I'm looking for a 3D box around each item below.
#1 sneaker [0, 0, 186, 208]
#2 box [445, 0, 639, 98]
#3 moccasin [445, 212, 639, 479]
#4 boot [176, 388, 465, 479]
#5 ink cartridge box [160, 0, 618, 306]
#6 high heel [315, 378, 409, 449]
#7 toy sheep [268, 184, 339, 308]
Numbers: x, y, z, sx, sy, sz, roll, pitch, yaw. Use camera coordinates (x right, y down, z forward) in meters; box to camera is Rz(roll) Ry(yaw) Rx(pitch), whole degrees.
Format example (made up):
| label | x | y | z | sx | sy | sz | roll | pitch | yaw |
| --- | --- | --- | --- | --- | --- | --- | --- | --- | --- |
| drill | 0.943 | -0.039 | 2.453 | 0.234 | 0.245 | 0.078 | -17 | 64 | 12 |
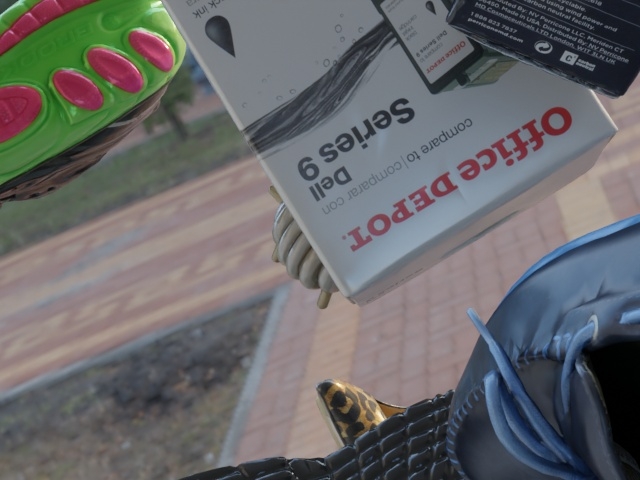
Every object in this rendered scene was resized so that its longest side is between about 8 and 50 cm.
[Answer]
| label | x | y | z | sx | sy | sz | roll | pitch | yaw |
| --- | --- | --- | --- | --- | --- | --- | --- | --- | --- |
| sneaker | -0.335 | -0.069 | 1.197 | 0.483 | 0.185 | 0.202 | -24 | -16 | -11 |
| box | 0.160 | -0.204 | 0.692 | 0.207 | 0.108 | 0.153 | 114 | 178 | -55 |
| moccasin | 0.138 | 0.056 | 0.553 | 0.117 | 0.138 | 0.342 | -58 | 4 | -34 |
| boot | 0.066 | 0.203 | 0.827 | 0.338 | 0.222 | 0.118 | -10 | 48 | 8 |
| ink cartridge box | 0.035 | -0.129 | 0.919 | 0.211 | 0.289 | 0.121 | -32 | -7 | 1 |
| high heel | 0.114 | 0.157 | 1.237 | 0.186 | 0.261 | 0.093 | -33 | 45 | 7 |
| toy sheep | 0.000 | 0.000 | 1.147 | 0.091 | 0.132 | 0.091 | -43 | -18 | -18 |
